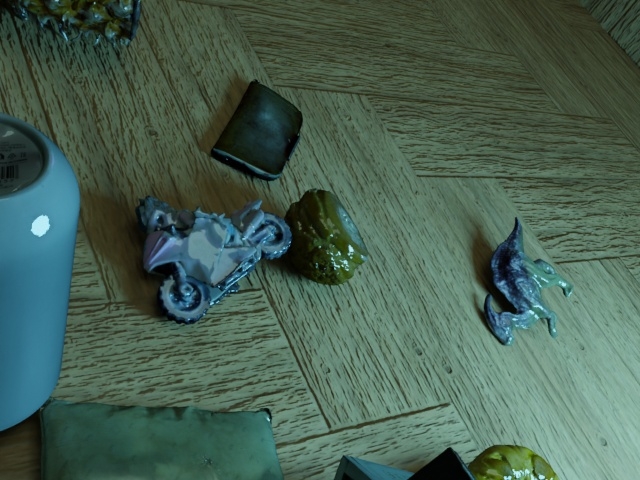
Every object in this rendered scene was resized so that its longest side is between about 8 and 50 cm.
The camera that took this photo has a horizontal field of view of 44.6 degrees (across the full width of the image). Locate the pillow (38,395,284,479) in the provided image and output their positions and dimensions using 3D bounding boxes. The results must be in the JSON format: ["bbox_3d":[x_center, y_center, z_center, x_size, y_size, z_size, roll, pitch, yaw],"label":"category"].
[{"bbox_3d":[-0.171,0.266,0.905,0.302,0.075,0.185,9,41,-27],"label":"pillow"}]

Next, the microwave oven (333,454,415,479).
[{"bbox_3d":[0.103,0.352,0.901,0.162,0.208,0.122,21,86,-18],"label":"microwave oven"}]

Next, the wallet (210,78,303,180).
[{"bbox_3d":[-0.107,-0.201,1.455,0.137,0.031,0.255,29,40,-9],"label":"wallet"}]

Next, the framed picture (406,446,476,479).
[{"bbox_3d":[0.083,0.401,0.757,0.255,0.338,0.014,53,23,21],"label":"framed picture"}]

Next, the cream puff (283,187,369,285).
[{"bbox_3d":[0.000,0.000,1.257,0.150,0.115,0.165,47,21,-36],"label":"cream puff"}]

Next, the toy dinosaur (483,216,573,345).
[{"bbox_3d":[0.396,0.088,1.494,0.162,0.077,0.294,28,40,-10],"label":"toy dinosaur"}]

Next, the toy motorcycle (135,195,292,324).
[{"bbox_3d":[-0.179,-0.009,1.147,0.204,0.108,0.239,44,40,11],"label":"toy motorcycle"}]

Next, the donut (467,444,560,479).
[{"bbox_3d":[0.263,0.395,1.059,0.227,0.114,0.226,20,42,-20],"label":"donut"}]

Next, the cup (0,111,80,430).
[{"bbox_3d":[-0.357,0.031,0.800,0.205,0.312,0.205,14,39,-11],"label":"cup"}]

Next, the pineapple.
[{"bbox_3d":[-0.425,-0.512,1.318,0.300,0.352,0.352,14,43,-11],"label":"pineapple"}]
